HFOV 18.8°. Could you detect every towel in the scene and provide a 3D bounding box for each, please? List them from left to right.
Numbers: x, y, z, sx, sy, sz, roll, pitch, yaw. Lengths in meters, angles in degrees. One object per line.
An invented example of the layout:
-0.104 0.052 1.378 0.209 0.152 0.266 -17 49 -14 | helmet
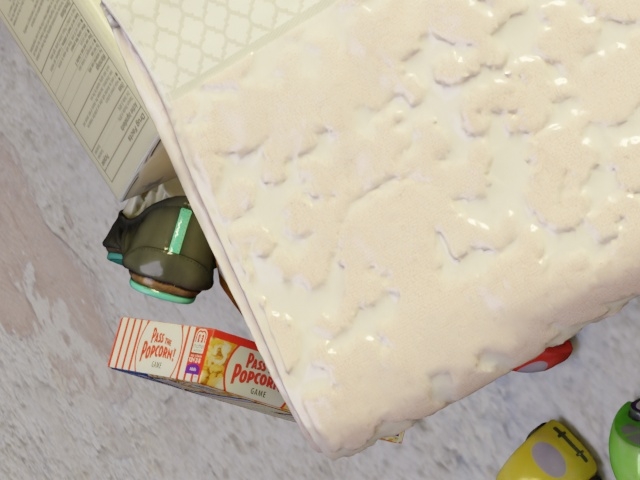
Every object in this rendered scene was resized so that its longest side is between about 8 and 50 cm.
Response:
0.069 -0.095 1.009 0.331 0.053 0.317 -30 83 17 | towel

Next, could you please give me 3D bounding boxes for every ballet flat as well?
-0.121 -0.008 1.604 0.280 0.095 0.096 -158 83 -77 | ballet flat

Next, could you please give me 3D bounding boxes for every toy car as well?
0.181 0.129 1.298 0.225 0.053 0.239 20 131 50 | toy car

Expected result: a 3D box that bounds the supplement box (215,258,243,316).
-0.030 0.014 1.432 0.080 0.078 0.233 55 172 13 | supplement box

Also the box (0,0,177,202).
-0.172 -0.203 1.503 0.311 0.121 0.148 57 150 8 | box

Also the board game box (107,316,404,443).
-0.047 0.110 1.518 0.146 0.193 0.045 4 76 56 | board game box
